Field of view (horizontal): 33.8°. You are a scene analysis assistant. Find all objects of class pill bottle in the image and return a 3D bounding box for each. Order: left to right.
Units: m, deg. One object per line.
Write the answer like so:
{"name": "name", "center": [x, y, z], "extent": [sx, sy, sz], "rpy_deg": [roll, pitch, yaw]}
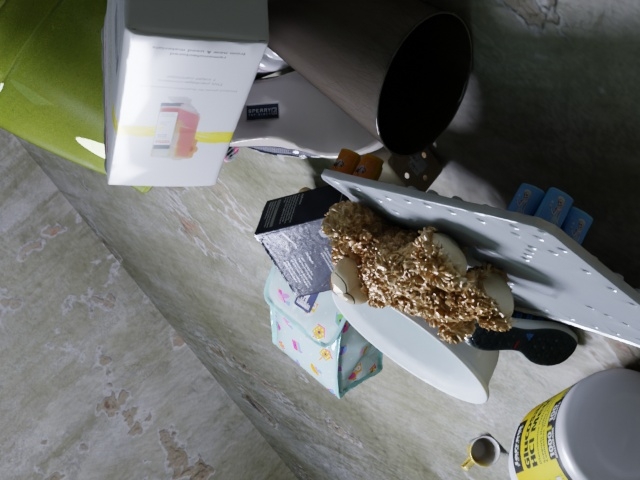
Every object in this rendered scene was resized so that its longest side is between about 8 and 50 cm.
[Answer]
{"name": "pill bottle", "center": [-0.080, -0.276, 1.479], "extent": [0.087, 0.087, 0.160], "rpy_deg": [51, 160, -16]}
{"name": "pill bottle", "center": [0.391, 0.312, 1.552], "extent": [0.188, 0.188, 0.334], "rpy_deg": [42, 161, 8]}

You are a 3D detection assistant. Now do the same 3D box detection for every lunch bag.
{"name": "lunch bag", "center": [0.009, 0.141, 2.062], "extent": [0.223, 0.160, 0.262], "rpy_deg": [37, 145, 36]}

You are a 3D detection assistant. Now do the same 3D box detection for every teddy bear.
{"name": "teddy bear", "center": [0.107, 0.046, 1.347], "extent": [0.338, 0.113, 0.245], "rpy_deg": [21, 168, 46]}

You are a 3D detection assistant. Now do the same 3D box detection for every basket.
{"name": "basket", "center": [0.042, -0.231, 1.231], "extent": [0.227, 0.154, 0.204], "rpy_deg": [39, 163, 30]}

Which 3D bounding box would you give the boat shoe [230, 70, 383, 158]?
{"name": "boat shoe", "center": [-0.005, -0.179, 1.504], "extent": [0.340, 0.127, 0.158], "rpy_deg": [9, -173, 36]}

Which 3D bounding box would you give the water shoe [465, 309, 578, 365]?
{"name": "water shoe", "center": [0.282, 0.121, 1.506], "extent": [0.203, 0.073, 0.080], "rpy_deg": [16, -150, -29]}

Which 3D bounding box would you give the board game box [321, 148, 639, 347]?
{"name": "board game box", "center": [0.246, 0.018, 1.268], "extent": [0.390, 0.050, 0.390], "rpy_deg": [32, 171, -35]}

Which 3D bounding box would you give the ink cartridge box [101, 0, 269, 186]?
{"name": "ink cartridge box", "center": [-0.182, -0.269, 1.324], "extent": [0.385, 0.160, 0.279], "rpy_deg": [125, 144, -64]}

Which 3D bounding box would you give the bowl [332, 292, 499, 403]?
{"name": "bowl", "center": [0.173, 0.117, 1.664], "extent": [0.298, 0.134, 0.298], "rpy_deg": [34, 164, 11]}

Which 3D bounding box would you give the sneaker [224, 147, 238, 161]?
{"name": "sneaker", "center": [-0.193, -0.201, 1.951], "extent": [0.057, 0.047, 0.119], "rpy_deg": [27, 147, 59]}

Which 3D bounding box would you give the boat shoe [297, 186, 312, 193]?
{"name": "boat shoe", "center": [-0.016, -0.044, 1.881], "extent": [0.059, 0.063, 0.170], "rpy_deg": [51, 163, 20]}

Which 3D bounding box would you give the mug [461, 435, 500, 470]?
{"name": "mug", "center": [0.318, 0.427, 2.135], "extent": [0.064, 0.078, 0.062], "rpy_deg": [141, 117, -80]}

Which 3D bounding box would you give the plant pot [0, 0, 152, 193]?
{"name": "plant pot", "center": [-0.364, -0.270, 1.756], "extent": [0.353, 0.366, 0.366], "rpy_deg": [37, 163, -9]}

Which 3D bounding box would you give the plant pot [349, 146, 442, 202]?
{"name": "plant pot", "center": [0.102, -0.094, 1.460], "extent": [0.109, 0.109, 0.096], "rpy_deg": [51, 148, -16]}

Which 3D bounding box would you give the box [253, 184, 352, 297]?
{"name": "box", "center": [0.000, 0.000, 1.769], "extent": [0.158, 0.093, 0.156], "rpy_deg": [-13, 128, 26]}
